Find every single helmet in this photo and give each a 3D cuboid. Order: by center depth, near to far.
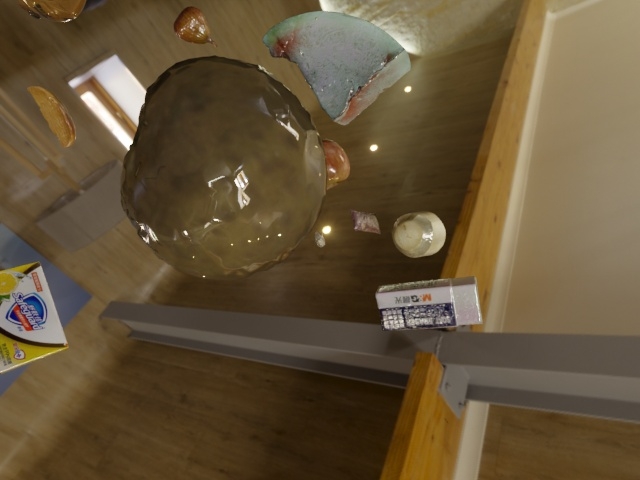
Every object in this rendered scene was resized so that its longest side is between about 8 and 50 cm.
[{"bbox_3d":[-0.730,-0.695,1.114,0.130,0.224,0.198,32,-92,17],"label":"helmet"}]

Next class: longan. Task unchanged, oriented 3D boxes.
[{"bbox_3d":[-0.181,-0.135,0.843,0.404,0.404,0.435,13,-98,53],"label":"longan"}]

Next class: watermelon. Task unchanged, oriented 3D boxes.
[{"bbox_3d":[0.031,-0.358,0.933,0.320,0.289,0.213,10,-99,2],"label":"watermelon"}]

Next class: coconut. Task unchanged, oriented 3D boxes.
[{"bbox_3d":[0.428,-0.028,1.759,0.202,0.202,0.222,-8,178,39],"label":"coconut"}]

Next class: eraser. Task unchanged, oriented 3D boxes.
[{"bbox_3d":[0.317,0.187,1.205,0.287,0.130,0.086,-9,-167,19],"label":"eraser"}]

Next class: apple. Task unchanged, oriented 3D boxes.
[{"bbox_3d":[0.010,-0.279,1.524,0.188,0.173,0.188,-29,-179,1],"label":"apple"}]

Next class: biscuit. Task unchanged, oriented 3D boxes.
[{"bbox_3d":[-0.943,-0.446,1.460,0.145,0.224,0.033,1,-145,31],"label":"biscuit"}]

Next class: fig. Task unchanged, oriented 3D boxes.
[{"bbox_3d":[-0.439,-0.754,1.460,0.119,0.153,0.119,-33,-135,41],"label":"fig"}]

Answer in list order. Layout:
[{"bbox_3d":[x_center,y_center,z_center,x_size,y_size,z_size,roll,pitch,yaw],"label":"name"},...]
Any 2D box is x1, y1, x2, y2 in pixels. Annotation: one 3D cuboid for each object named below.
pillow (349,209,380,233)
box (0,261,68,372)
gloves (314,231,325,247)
[{"bbox_3d":[0.209,-0.085,1.919,0.043,0.185,0.118,-33,-121,41],"label":"pillow"},{"bbox_3d":[-0.825,0.208,1.125,0.168,0.265,0.097,-17,174,-34],"label":"box"},{"bbox_3d":[0.000,-0.001,1.732,0.044,0.081,0.037,-34,175,-19],"label":"gloves"}]
